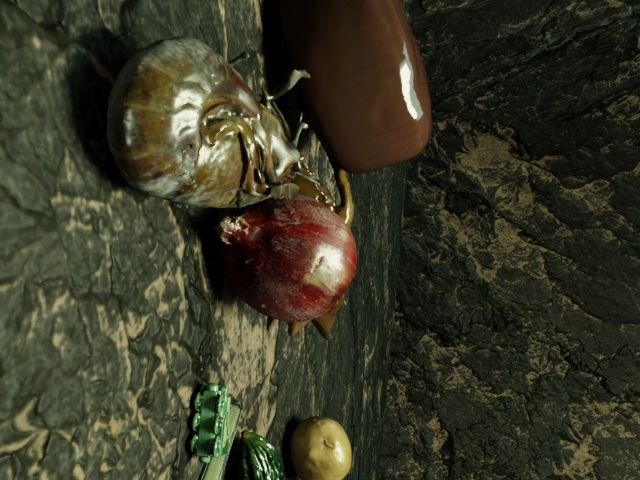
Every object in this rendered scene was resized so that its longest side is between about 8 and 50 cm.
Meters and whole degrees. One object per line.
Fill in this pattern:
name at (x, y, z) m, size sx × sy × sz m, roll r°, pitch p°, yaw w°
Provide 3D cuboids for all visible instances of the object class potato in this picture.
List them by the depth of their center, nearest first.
potato at (-0.001, 0.380, 0.933) m, size 0.109 × 0.118 × 0.178 m, roll -40°, pitch 158°, yaw -23°

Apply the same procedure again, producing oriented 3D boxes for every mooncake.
mooncake at (0.071, -0.271, 0.820) m, size 0.334 × 0.174 × 0.326 m, roll 13°, pitch 60°, yaw -69°

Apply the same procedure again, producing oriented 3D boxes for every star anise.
star anise at (-0.001, 0.001, 0.865) m, size 0.292 × 0.109 × 0.349 m, roll 78°, pitch 18°, yaw -59°

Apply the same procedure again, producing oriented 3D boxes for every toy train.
toy train at (-0.120, 0.199, 0.575) m, size 0.053 × 0.033 × 0.083 m, roll 47°, pitch 46°, yaw -77°

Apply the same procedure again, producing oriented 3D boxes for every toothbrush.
toothbrush at (-0.134, 0.305, 0.553) m, size 0.028 × 0.026 × 0.294 m, roll 104°, pitch 1°, yaw -49°

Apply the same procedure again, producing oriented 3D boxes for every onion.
onion at (-0.051, 0.009, 0.604) m, size 0.195 × 0.159 × 0.159 m, roll 35°, pitch 56°, yaw -47°

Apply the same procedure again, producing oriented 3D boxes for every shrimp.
shrimp at (-0.077, -0.101, 0.516) m, size 0.343 × 0.116 × 0.145 m, roll 2°, pitch 92°, yaw -70°

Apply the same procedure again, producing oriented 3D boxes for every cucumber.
cucumber at (-0.079, 0.376, 0.683) m, size 0.077 × 0.077 × 0.265 m, roll -13°, pitch 107°, yaw -75°
